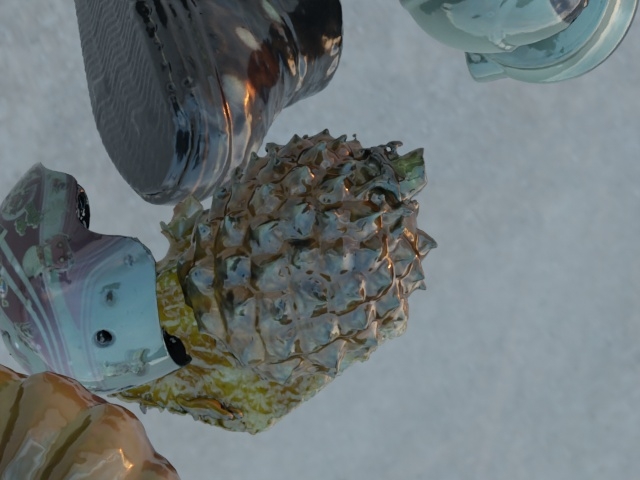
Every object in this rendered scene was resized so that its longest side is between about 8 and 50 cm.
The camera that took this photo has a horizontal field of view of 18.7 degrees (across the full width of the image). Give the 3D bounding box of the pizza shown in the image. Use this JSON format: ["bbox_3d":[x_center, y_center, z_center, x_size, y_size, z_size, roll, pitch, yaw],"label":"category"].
[{"bbox_3d":[-0.074,0.057,1.503,0.297,0.071,0.189,-29,88,-11],"label":"pizza"}]

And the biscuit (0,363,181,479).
[{"bbox_3d":[-0.102,0.132,0.733,0.118,0.183,0.061,-10,172,23],"label":"biscuit"}]

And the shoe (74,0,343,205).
[{"bbox_3d":[-0.089,-0.179,1.810,0.237,0.384,0.171,7,133,-26],"label":"shoe"}]

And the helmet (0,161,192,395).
[{"bbox_3d":[-0.178,0.040,1.344,0.107,0.177,0.153,-39,146,-14],"label":"helmet"}]

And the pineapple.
[{"bbox_3d":[0.000,0.000,1.335,0.193,0.166,0.166,-39,131,14],"label":"pineapple"}]

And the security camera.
[{"bbox_3d":[0.190,-0.258,1.888,0.191,0.197,0.277,-10,176,25],"label":"security camera"}]
